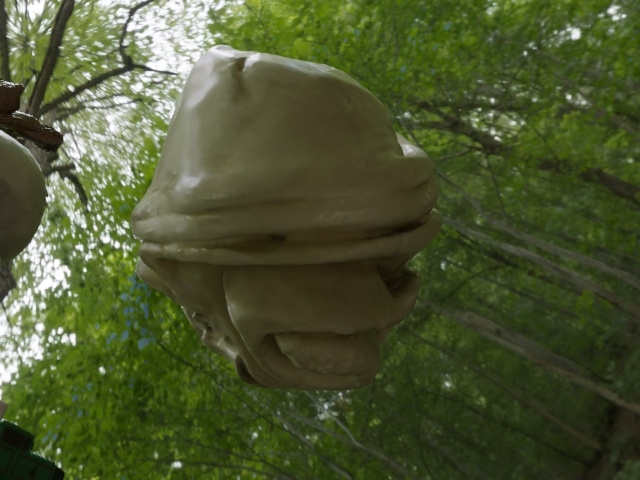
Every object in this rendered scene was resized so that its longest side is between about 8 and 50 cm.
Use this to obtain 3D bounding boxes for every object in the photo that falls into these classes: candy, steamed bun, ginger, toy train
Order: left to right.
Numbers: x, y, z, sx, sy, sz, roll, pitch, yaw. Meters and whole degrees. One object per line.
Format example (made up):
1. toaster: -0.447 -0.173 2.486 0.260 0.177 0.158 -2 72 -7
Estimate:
1. candy: -0.609 -0.078 0.863 0.295 0.185 0.295 -1 -63 -3
2. toy train: -0.762 0.588 1.230 0.178 0.249 0.429 -5 -39 15
3. ginger: -0.698 -0.294 1.141 0.122 0.084 0.290 -46 -29 -11
4. steamed bun: -0.002 0.000 0.444 0.276 0.203 0.289 -20 -43 -46

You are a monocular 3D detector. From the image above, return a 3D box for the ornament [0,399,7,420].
1. ornament: -0.502 0.211 0.448 0.240 0.240 0.239 59 -146 -47
